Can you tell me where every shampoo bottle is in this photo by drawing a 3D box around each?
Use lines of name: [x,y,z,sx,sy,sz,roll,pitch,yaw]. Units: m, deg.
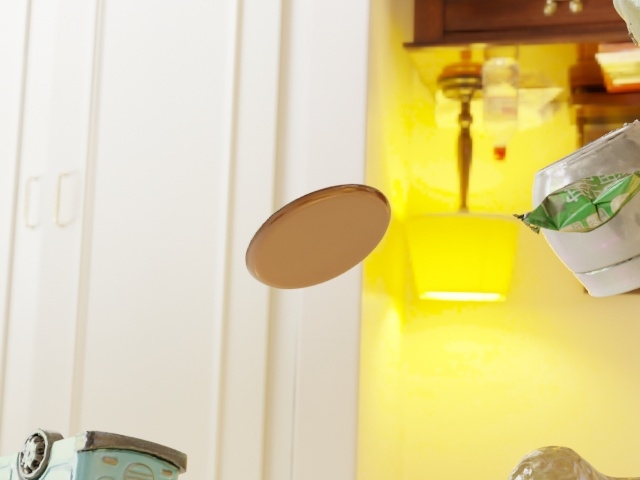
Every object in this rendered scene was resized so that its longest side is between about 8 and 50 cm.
shampoo bottle: [0.537,-0.054,1.605,0.273,0.266,0.273,-30,180,0]

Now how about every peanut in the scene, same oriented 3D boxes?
peanut: [0.337,0.318,1.024,0.274,0.125,0.111,27,-155,-14]

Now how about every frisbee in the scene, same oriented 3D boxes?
frisbee: [0.000,0.000,1.418,0.251,0.021,0.251,-18,146,-13]

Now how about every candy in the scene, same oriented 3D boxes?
candy: [0.395,-0.053,1.304,0.203,0.078,0.141,-24,-177,24]

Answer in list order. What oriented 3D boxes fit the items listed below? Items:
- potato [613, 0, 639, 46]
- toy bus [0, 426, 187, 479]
potato: [0.602,-0.360,1.349,0.218,0.202,0.351,5,-161,-47]
toy bus: [-0.266,0.284,0.870,0.271,0.164,0.133,-21,146,34]
